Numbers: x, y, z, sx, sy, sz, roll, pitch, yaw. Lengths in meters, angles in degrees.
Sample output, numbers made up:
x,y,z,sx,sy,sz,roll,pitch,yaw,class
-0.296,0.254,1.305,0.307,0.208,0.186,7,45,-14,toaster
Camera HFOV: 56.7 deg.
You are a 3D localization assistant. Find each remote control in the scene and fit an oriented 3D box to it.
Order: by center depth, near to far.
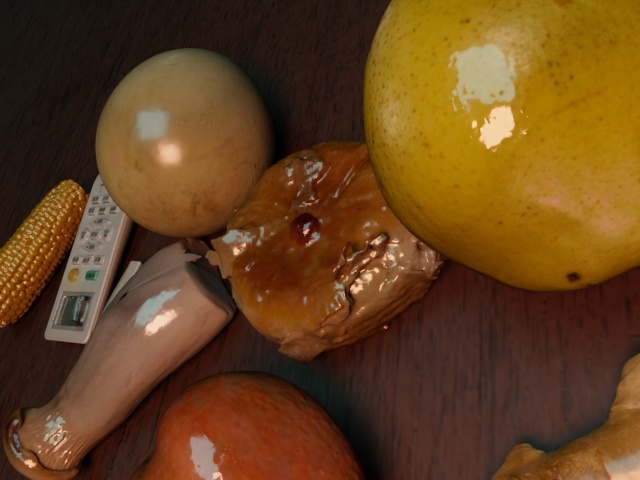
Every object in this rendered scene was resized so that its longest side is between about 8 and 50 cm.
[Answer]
x,y,z,sx,sy,sz,roll,pitch,yaw,class
-0.330,0.013,0.899,0.103,0.051,0.293,-2,65,34,remote control

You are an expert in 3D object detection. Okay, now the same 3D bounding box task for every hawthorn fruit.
x,y,z,sx,sy,sz,roll,pitch,yaw,class
-0.042,0.229,0.490,0.251,0.199,0.199,28,80,31,hawthorn fruit

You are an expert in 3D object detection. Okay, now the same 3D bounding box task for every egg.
x,y,z,sx,sy,sz,roll,pitch,yaw,class
-0.168,-0.136,0.770,0.218,0.218,0.295,-25,39,19,egg

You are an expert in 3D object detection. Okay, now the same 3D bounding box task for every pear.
x,y,z,sx,sy,sz,roll,pitch,yaw,class
0.167,-0.104,0.475,0.294,0.294,0.294,-17,54,25,pear

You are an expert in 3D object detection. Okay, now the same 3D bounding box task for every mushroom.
x,y,z,sx,sy,sz,roll,pitch,yaw,class
-0.241,0.146,0.728,0.329,0.122,0.159,-48,11,-1,mushroom

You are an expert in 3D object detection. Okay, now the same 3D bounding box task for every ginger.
x,y,z,sx,sy,sz,roll,pitch,yaw,class
0.173,0.199,0.432,0.299,0.065,0.118,-38,40,7,ginger

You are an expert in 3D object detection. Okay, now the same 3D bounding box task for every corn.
x,y,z,sx,sy,sz,roll,pitch,yaw,class
-0.460,0.020,0.955,0.091,0.091,0.260,14,67,56,corn

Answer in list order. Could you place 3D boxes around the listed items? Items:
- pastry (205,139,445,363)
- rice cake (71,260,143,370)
x,y,z,sx,sy,sz,roll,pitch,yaw,class
0.003,-0.005,0.635,0.257,0.121,0.236,-36,48,10,pastry
-0.286,0.113,0.818,0.042,0.030,0.180,6,66,41,rice cake
